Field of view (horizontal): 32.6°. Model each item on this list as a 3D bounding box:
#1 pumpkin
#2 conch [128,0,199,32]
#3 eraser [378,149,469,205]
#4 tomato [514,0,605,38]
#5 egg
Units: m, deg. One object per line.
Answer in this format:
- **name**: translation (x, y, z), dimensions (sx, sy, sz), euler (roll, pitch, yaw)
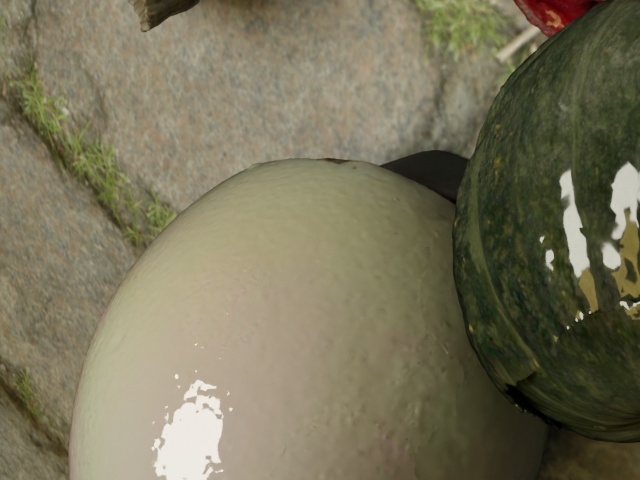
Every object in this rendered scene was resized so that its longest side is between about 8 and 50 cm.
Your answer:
- **pumpkin**: translation (0.234, -0.003, 0.606), dimensions (0.328, 0.292, 0.257), euler (-16, 58, 59)
- **conch**: translation (-0.107, -0.320, 0.846), dimensions (0.352, 0.210, 0.297), euler (117, 143, -85)
- **eraser**: translation (0.000, 0.000, 0.946), dimensions (0.352, 0.089, 0.061), euler (-28, 84, 44)
- **tomato**: translation (0.197, -0.195, 0.685), dimensions (0.173, 0.099, 0.189), euler (31, 167, 12)
- **egg**: translation (-0.028, 0.163, 0.794), dimensions (0.355, 0.339, 0.354), euler (16, 135, 17)
